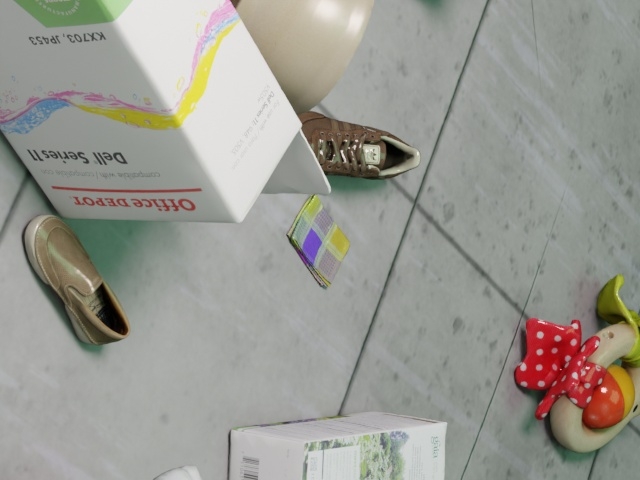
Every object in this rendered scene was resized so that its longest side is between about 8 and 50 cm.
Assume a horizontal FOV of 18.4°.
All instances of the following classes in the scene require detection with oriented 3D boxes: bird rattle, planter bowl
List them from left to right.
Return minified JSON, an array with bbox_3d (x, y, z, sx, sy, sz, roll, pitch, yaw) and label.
[{"bbox_3d":[-0.037,-0.209,1.798,0.109,0.162,0.162,23,73,-23],"label":"planter bowl"},{"bbox_3d":[0.333,0.163,2.314,0.253,0.143,0.207,-37,137,-41],"label":"bird rattle"}]

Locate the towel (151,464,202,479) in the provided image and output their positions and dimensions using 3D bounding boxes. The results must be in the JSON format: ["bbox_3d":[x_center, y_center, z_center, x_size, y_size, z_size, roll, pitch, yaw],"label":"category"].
[{"bbox_3d":[-0.216,0.370,1.528,0.374,0.090,0.320,-34,145,-57],"label":"towel"}]

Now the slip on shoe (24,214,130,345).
[{"bbox_3d":[-0.204,0.034,1.675,0.051,0.041,0.135,-48,128,-39],"label":"slip on shoe"}]

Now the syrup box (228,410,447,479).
[{"bbox_3d":[0.020,0.226,1.932,0.237,0.096,0.093,-1,95,-52],"label":"syrup box"}]

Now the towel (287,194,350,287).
[{"bbox_3d":[0.000,0.000,1.960,0.083,0.009,0.060,55,52,-39],"label":"towel"}]

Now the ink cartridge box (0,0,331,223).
[{"bbox_3d":[-0.159,-0.126,1.585,0.119,0.207,0.353,-59,134,-33],"label":"ink cartridge box"}]

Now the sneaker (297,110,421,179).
[{"bbox_3d":[0.025,-0.093,1.934,0.188,0.071,0.066,-1,94,-52],"label":"sneaker"}]
